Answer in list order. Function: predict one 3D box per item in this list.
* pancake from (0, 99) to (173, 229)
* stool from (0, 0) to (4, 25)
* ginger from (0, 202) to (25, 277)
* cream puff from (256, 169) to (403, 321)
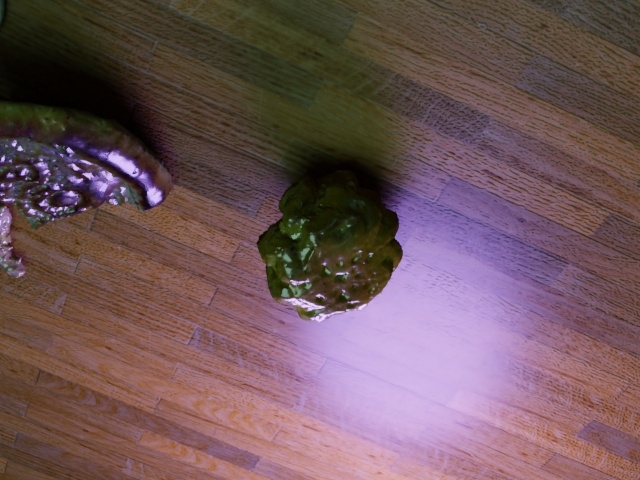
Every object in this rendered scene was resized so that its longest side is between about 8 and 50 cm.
[{"bbox_3d":[-0.429,-0.111,1.524,0.304,0.067,0.426,-22,153,20],"label":"pancake"},{"bbox_3d":[-0.577,-0.319,1.425,0.195,0.199,0.195,14,131,-2],"label":"stool"},{"bbox_3d":[-0.581,-0.007,1.802,0.069,0.051,0.173,9,137,13],"label":"ginger"},{"bbox_3d":[0.008,0.010,1.580,0.244,0.196,0.244,0,92,-12],"label":"cream puff"}]
